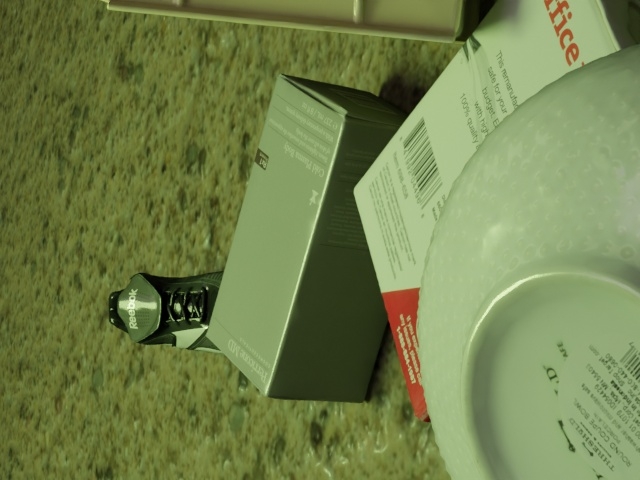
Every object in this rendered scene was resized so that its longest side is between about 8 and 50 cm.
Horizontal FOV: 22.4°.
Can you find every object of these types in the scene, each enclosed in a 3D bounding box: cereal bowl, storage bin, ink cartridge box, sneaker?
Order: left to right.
[{"bbox_3d":[-0.133,0.068,1.518,0.234,0.106,0.078,-7,78,61],"label":"sneaker"},{"bbox_3d":[-0.015,-0.207,1.107,0.262,0.260,0.123,-41,-42,-79],"label":"storage bin"},{"bbox_3d":[0.149,-0.034,1.021,0.273,0.114,0.197,-53,40,43],"label":"ink cartridge box"},{"bbox_3d":[0.172,0.073,0.801,0.339,0.141,0.338,18,116,42],"label":"cereal bowl"}]

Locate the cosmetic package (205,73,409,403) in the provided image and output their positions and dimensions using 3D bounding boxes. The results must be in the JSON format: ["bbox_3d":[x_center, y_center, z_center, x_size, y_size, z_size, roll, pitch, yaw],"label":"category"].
[{"bbox_3d":[0.000,0.000,1.298,0.127,0.107,0.238,35,111,55],"label":"cosmetic package"}]
